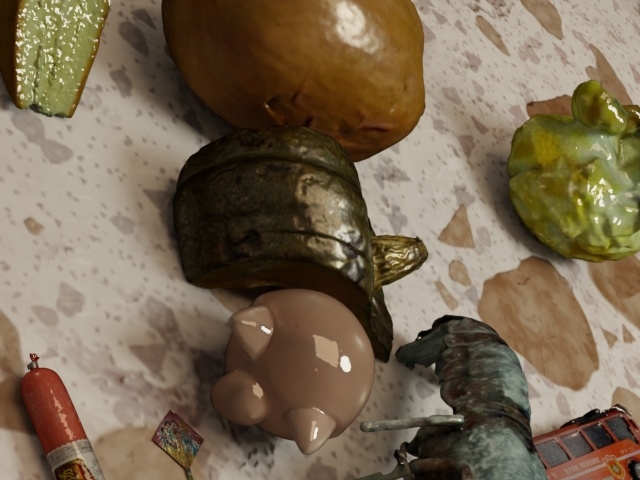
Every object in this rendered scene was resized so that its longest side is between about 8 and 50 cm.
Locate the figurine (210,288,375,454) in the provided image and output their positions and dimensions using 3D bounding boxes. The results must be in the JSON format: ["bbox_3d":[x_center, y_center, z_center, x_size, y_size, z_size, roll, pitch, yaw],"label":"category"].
[{"bbox_3d":[-0.020,0.099,1.060,0.125,0.125,0.138,55,21,3],"label":"figurine"}]

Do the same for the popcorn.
[{"bbox_3d":[0.298,-0.078,1.489,0.197,0.213,0.198,9,31,-6],"label":"popcorn"}]

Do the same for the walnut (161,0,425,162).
[{"bbox_3d":[-0.007,-0.170,1.228,0.297,0.203,0.203,28,43,-35],"label":"walnut"}]

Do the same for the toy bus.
[{"bbox_3d":[0.238,0.217,1.276,0.234,0.073,0.096,-9,61,-50],"label":"toy bus"}]

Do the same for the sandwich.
[{"bbox_3d":[-0.233,-0.222,1.111,0.090,0.088,0.244,3,58,-42],"label":"sandwich"}]

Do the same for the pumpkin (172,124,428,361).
[{"bbox_3d":[0.006,0.000,1.154,0.248,0.126,0.131,20,49,-37],"label":"pumpkin"}]

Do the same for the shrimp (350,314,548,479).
[{"bbox_3d":[0.110,0.195,1.072,0.221,0.166,0.411,40,38,-21],"label":"shrimp"}]

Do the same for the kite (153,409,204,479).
[{"bbox_3d":[-0.096,0.161,1.013,0.078,0.002,0.044,55,36,6],"label":"kite"}]

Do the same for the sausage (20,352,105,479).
[{"bbox_3d":[-0.149,0.189,0.907,0.034,0.034,0.253,-4,63,-49],"label":"sausage"}]
